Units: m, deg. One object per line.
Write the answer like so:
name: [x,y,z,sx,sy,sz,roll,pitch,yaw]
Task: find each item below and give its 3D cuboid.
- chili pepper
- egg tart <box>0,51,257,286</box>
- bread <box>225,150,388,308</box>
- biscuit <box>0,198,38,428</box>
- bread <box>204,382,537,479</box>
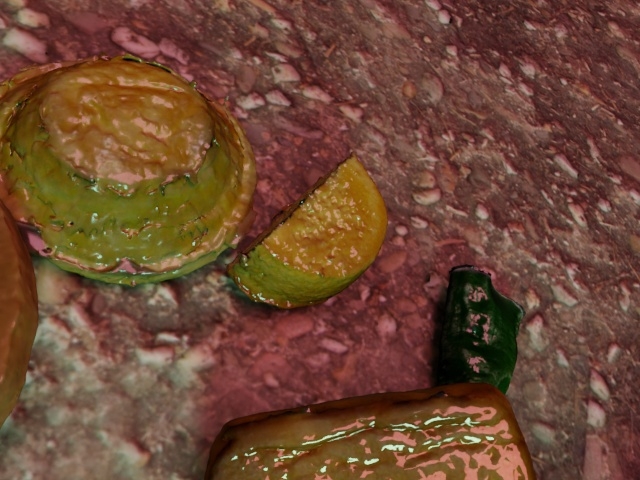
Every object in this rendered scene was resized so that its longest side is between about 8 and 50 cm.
chili pepper: [0.208,0.176,0.785,0.136,0.099,0.270,48,45,-29]
egg tart: [-0.230,-0.108,0.677,0.341,0.132,0.342,10,63,-20]
bread: [0.000,0.000,0.732,0.139,0.143,0.229,44,58,0]
biscuit: [-0.446,0.061,0.493,0.365,0.062,0.385,-12,62,-21]
bread: [0.057,0.322,0.565,0.336,0.148,0.328,-11,69,-1]
